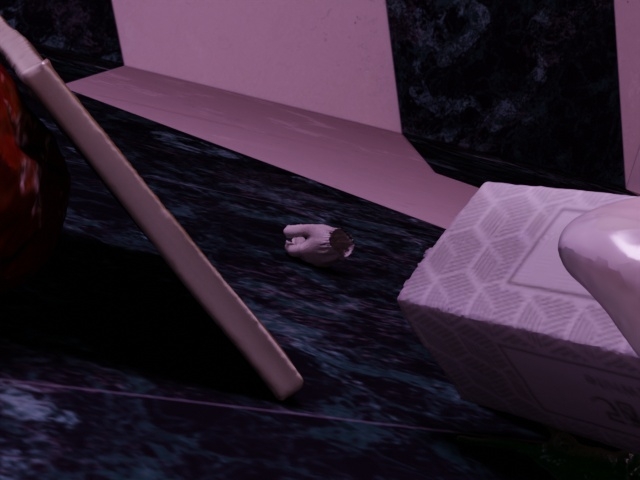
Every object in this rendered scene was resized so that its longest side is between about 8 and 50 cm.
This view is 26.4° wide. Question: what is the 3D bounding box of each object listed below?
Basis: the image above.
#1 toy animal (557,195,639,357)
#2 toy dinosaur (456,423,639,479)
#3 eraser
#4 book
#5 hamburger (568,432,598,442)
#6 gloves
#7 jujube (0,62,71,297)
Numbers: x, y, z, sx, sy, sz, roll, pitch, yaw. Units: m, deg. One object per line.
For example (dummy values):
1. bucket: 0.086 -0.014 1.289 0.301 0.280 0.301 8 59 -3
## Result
1. toy animal: 0.214 0.118 0.328 0.368 0.196 0.241 20 -13 6
2. toy dinosaur: 0.131 0.115 0.711 0.120 0.029 0.060 14 20 3
3. eraser: 0.202 0.052 0.588 0.404 0.098 0.096 10 -35 54
4. book: -0.119 -0.036 0.809 0.217 0.021 0.310 53 -6 -22
5. hamburger: 0.213 0.049 0.906 0.265 0.134 0.285 17 7 -7
6. gloves: -0.002 0.002 1.116 0.044 0.037 0.081 50 -22 -20
7. jujube: -0.217 -0.037 0.629 0.190 0.190 0.255 20 -7 22
